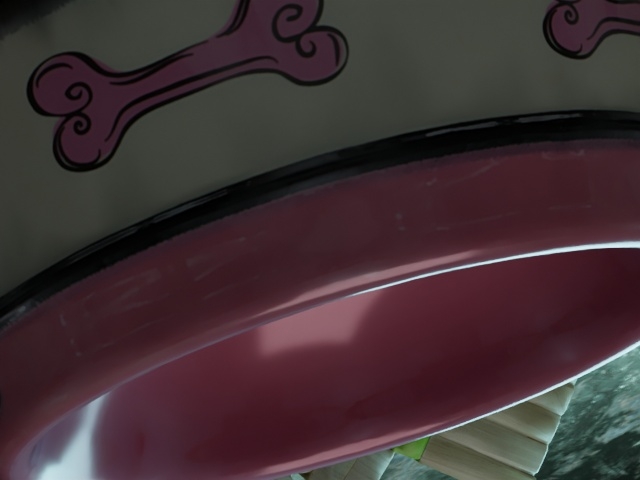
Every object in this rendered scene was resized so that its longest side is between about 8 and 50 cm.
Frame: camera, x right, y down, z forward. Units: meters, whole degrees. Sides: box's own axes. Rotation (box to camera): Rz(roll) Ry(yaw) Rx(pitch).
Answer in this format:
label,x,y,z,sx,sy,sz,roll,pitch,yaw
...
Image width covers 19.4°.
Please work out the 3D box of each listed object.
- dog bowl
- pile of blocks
label,x,y,z,sx,sy,sz,roll,pitch,yaw
dog bowl,0.000,0.000,0.858,0.408,0.150,0.408,-15,162,-5
pile of blocks,-0.021,0.094,1.176,0.362,0.148,0.113,-3,-169,-20
